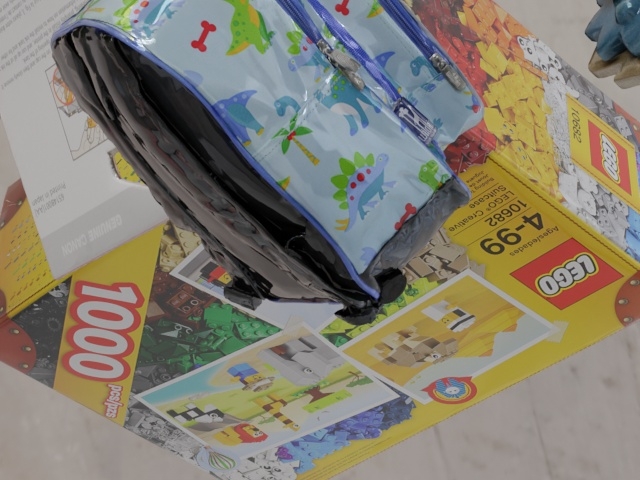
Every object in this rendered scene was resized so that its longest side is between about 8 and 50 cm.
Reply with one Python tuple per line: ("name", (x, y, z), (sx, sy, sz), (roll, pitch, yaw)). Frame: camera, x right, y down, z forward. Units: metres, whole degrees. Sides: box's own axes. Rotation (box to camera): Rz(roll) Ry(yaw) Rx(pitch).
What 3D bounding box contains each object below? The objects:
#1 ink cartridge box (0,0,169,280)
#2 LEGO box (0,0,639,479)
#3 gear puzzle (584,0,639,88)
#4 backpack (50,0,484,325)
("ink cartridge box", (-0.102, -0.141, 0.926), (0.296, 0.066, 0.261), (-24, 86, 50))
("LEGO box", (0.000, 0.000, 1.445), (0.372, 0.193, 0.500), (33, 132, -30))
("gear puzzle", (0.257, -0.177, 0.779), (0.044, 0.175, 0.339), (39, 153, -24))
("backpack", (-0.017, -0.043, 0.489), (0.114, 0.105, 0.084), (45, 73, -20))
